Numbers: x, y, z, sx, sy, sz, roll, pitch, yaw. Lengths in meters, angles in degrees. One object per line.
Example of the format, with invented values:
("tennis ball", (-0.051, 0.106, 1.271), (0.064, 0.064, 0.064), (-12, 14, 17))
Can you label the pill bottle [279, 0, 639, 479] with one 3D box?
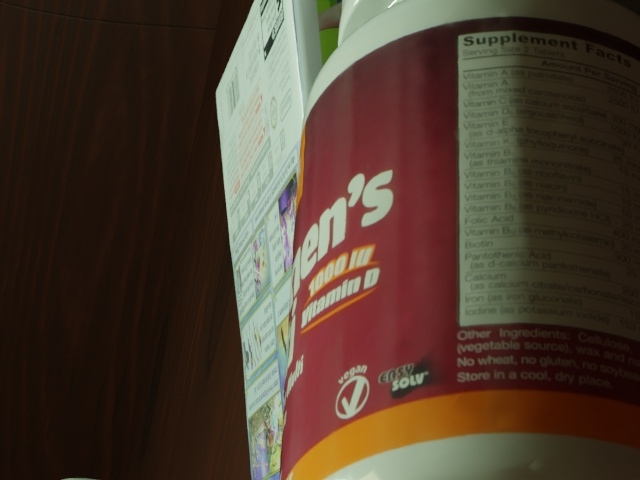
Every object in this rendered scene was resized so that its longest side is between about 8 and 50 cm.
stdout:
("pill bottle", (0.052, 0.005, 0.526), (0.121, 0.121, 0.221), (109, 167, -51))

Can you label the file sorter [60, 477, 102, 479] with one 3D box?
("file sorter", (-0.127, 0.322, 1.247), (0.193, 0.173, 0.277), (-99, 20, -64))

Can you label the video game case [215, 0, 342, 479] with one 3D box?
("video game case", (0.000, 0.000, 0.954), (0.269, 0.061, 0.244), (130, 136, -75))
